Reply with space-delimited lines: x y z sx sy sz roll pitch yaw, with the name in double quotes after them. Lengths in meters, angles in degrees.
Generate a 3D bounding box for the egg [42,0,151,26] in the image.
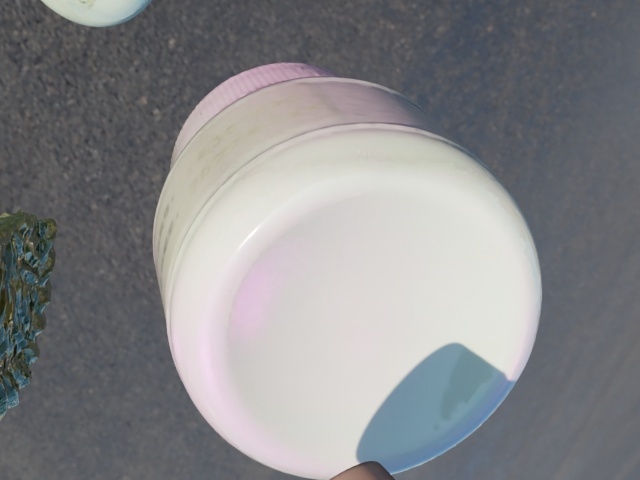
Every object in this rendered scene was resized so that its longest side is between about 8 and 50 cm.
-0.260 -0.369 1.199 0.182 0.183 0.264 -19 109 -28 "egg"

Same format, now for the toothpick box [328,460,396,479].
0.038 0.181 0.459 0.098 0.149 0.098 -35 156 -19 "toothpick box"

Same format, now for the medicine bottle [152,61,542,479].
0.000 0.000 0.786 0.241 0.302 0.241 -5 113 -11 "medicine bottle"

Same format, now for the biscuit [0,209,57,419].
-0.271 0.064 0.915 0.036 0.187 0.273 4 -177 0 "biscuit"
